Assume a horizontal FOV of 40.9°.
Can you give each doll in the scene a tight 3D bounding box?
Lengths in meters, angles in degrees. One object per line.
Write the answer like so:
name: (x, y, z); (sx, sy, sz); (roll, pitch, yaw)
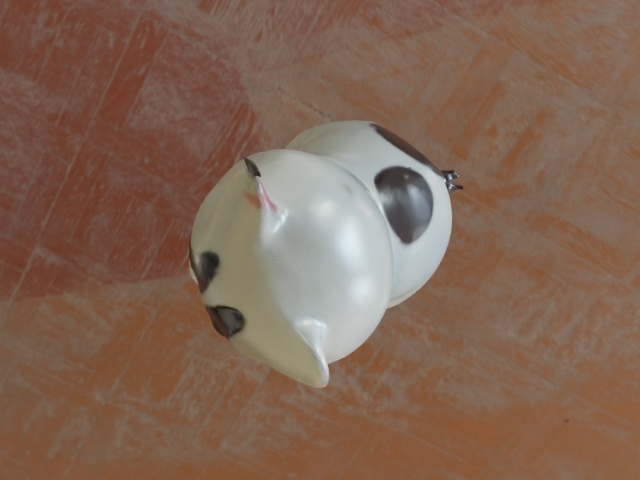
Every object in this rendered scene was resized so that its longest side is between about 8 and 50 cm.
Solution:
doll: (0.001, -0.001, 0.433); (0.106, 0.180, 0.110); (-22, 95, 32)
